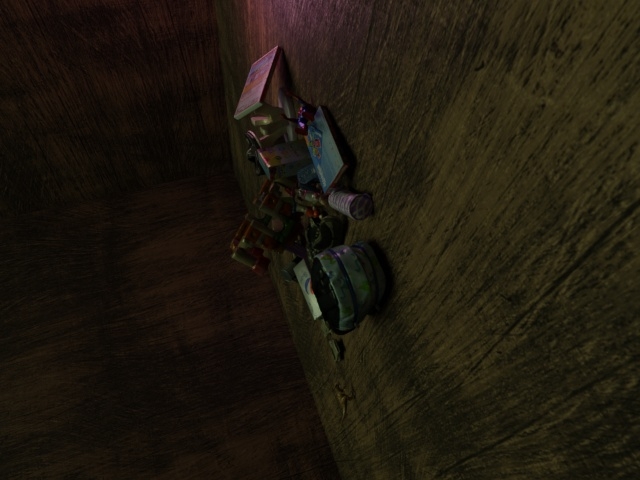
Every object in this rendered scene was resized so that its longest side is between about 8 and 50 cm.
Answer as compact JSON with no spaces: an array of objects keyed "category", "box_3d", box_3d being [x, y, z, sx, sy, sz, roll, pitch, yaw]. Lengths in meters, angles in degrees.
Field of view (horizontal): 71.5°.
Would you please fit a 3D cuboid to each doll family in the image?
[{"category":"doll family","box_3d":[-0.012,-0.163,1.620,0.263,0.163,0.119,95,-171,-76]}]

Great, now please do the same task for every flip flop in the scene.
[{"category":"flip flop","box_3d":[0.034,-0.031,1.726,0.277,0.112,0.080,98,179,-61]}]

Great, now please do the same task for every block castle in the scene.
[{"category":"block castle","box_3d":[-0.209,-0.083,1.980,0.454,0.212,0.303,-61,17,2]}]

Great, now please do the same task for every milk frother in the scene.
[{"category":"milk frother","box_3d":[-0.128,0.140,2.393,0.129,0.134,0.143,26,141,29]}]

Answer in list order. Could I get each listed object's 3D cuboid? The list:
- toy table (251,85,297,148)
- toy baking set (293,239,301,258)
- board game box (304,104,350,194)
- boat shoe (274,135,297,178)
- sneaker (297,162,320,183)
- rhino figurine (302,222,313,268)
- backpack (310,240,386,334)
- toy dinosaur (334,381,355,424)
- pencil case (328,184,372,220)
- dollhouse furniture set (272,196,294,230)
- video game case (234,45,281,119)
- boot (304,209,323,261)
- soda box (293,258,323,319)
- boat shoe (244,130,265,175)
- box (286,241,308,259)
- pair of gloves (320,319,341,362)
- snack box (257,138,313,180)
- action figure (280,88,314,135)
[{"category":"toy table","box_3d":[-0.207,-0.527,1.971,0.252,0.160,0.275,-141,37,-66]},{"category":"toy baking set","box_3d":[-0.137,0.021,2.526,0.197,0.030,0.256,-126,25,-47]},{"category":"board game box","box_3d":[0.016,-0.306,1.494,0.145,0.027,0.281,-54,44,44]},{"category":"boat shoe","box_3d":[-0.205,-0.418,2.151,0.103,0.113,0.303,-159,52,-71]},{"category":"sneaker","box_3d":[0.013,-0.254,1.621,0.232,0.090,0.082,-1,103,53]},{"category":"rhino figurine","box_3d":[-0.032,0.038,2.066,0.106,0.073,0.244,167,90,-72]},{"category":"backpack","box_3d":[0.080,0.144,1.486,0.355,0.273,0.290,53,-163,-68]},{"category":"toy dinosaur","box_3d":[0.117,0.786,2.190,0.064,0.112,0.212,177,78,-74]},{"category":"pencil case","box_3d":[0.095,-0.124,1.434,0.086,0.088,0.206,32,-177,-25]},{"category":"dollhouse furniture set","box_3d":[-0.238,-0.120,2.442,0.301,0.151,0.198,166,99,-75]},{"category":"video game case","box_3d":[-0.264,-0.658,1.864,0.204,0.025,0.285,-8,61,50]},{"category":"boot","box_3d":[-0.002,0.000,1.895,0.179,0.085,0.237,105,147,-58]},{"category":"soda box","box_3d":[-0.023,0.228,2.103,0.091,0.098,0.286,-43,58,34]},{"category":"boat shoe","box_3d":[-0.292,-0.390,1.975,0.084,0.079,0.233,102,143,-67]},{"category":"box","box_3d":[-0.168,0.022,2.284,0.057,0.200,0.293,-62,24,-4]},{"category":"pair of gloves","box_3d":[0.058,0.494,2.255,0.204,0.042,0.240,90,161,-55]},{"category":"snack box","box_3d":[-0.133,-0.330,1.800,0.174,0.207,0.070,-123,23,-47]},{"category":"action figure","box_3d":[-0.091,-0.457,1.579,0.092,0.139,0.280,-61,11,21]}]
